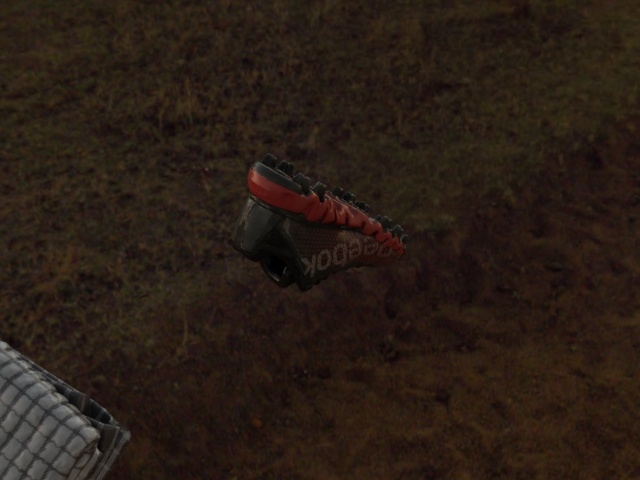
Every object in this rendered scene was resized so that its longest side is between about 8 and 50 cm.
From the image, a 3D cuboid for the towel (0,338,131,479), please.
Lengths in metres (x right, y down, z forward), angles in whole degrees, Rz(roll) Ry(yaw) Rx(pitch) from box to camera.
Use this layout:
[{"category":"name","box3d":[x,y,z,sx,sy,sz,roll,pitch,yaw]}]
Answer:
[{"category":"towel","box3d":[-0.343,0.233,0.664,0.235,0.121,0.283,30,82,19]}]

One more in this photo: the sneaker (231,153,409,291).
[{"category":"sneaker","box3d":[0.000,0.000,0.851,0.276,0.135,0.098,20,11,-48]}]
